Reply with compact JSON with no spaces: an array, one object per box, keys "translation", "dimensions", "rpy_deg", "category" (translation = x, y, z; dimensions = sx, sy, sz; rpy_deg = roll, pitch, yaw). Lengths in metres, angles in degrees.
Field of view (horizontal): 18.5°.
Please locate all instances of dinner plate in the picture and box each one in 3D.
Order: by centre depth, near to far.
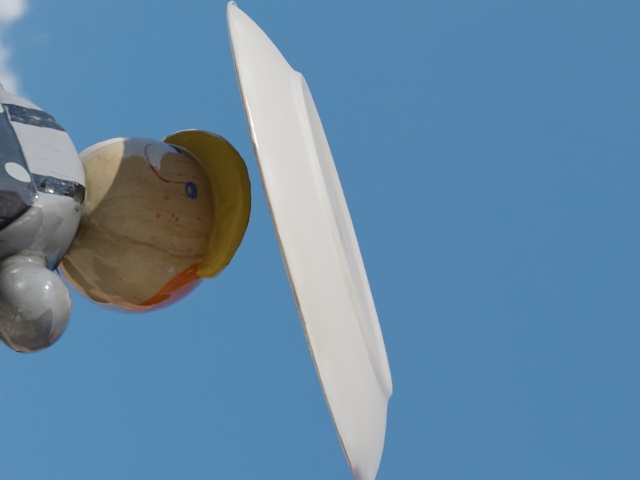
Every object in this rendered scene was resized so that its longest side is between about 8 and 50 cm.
[{"translation":[0.000,0.000,0.548],"dimensions":[0.017,0.141,0.141],"rpy_deg":[-17,-89,4],"category":"dinner plate"}]

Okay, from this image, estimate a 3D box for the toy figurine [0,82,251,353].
[{"translation":[-0.123,0.058,0.555],"dimensions":[0.209,0.148,0.213],"rpy_deg":[-9,-108,53],"category":"toy figurine"}]
